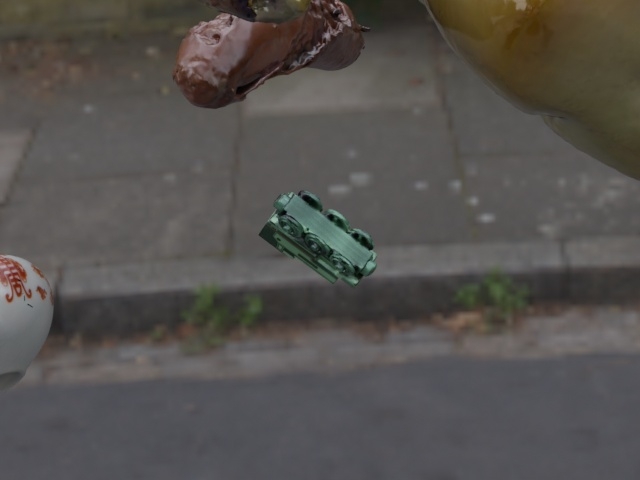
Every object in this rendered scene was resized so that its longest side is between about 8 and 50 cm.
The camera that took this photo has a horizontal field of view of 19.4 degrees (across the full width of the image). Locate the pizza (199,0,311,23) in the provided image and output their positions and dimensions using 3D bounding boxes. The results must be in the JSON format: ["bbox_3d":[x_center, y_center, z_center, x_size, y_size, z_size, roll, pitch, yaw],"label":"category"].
[{"bbox_3d":[-0.118,-0.261,1.259,0.085,0.305,0.161,-44,-4,-23],"label":"pizza"}]

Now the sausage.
[{"bbox_3d":[-0.039,-0.173,1.604,0.079,0.087,0.326,3,12,21],"label":"sausage"}]

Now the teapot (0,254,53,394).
[{"bbox_3d":[-0.273,0.065,1.402,0.159,0.116,0.245,-7,-25,-29],"label":"teapot"}]

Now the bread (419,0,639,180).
[{"bbox_3d":[0.261,-0.221,1.518,0.348,0.253,0.376,18,30,-23],"label":"bread"}]

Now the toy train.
[{"bbox_3d":[0.000,0.000,1.285,0.083,0.053,0.033,37,63,-1],"label":"toy train"}]
